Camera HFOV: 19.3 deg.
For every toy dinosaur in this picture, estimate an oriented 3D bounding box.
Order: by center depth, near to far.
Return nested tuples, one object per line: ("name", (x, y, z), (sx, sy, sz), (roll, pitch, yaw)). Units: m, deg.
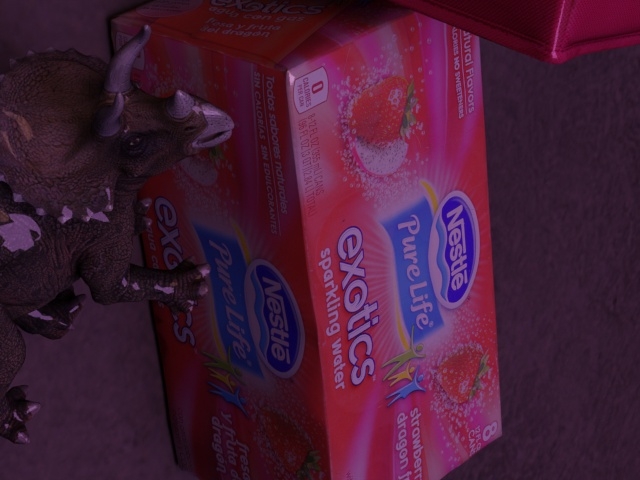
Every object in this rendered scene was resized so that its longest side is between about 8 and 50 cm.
("toy dinosaur", (-0.164, 0.012, 0.941), (0.313, 0.121, 0.160), (-38, 136, 13))

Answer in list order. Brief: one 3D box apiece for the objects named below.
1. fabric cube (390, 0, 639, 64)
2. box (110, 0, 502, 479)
("fabric cube", (0.115, -0.262, 0.970), (0.254, 0.259, 0.258), (-15, 123, -50))
("box", (0.000, 0.000, 1.073), (0.154, 0.142, 0.300), (-29, 125, -38))
